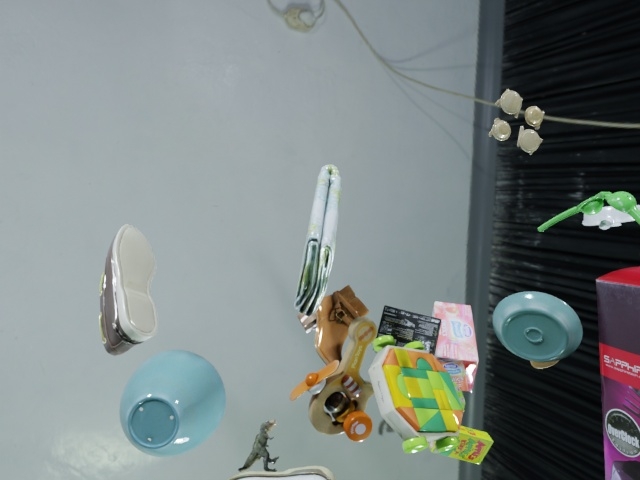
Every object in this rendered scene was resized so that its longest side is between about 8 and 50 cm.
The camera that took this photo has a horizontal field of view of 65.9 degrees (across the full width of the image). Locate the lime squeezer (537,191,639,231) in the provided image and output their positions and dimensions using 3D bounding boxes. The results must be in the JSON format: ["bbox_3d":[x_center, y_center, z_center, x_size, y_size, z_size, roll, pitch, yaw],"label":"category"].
[{"bbox_3d":[0.620,-0.055,1.080,0.059,0.310,0.110,-23,109,-26],"label":"lime squeezer"}]

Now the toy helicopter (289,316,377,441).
[{"bbox_3d":[0.061,0.385,1.422,0.235,0.140,0.355,19,91,-19],"label":"toy helicopter"}]

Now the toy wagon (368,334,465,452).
[{"bbox_3d":[0.260,0.373,1.215,0.344,0.068,0.267,17,44,-38],"label":"toy wagon"}]

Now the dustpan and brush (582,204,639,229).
[{"bbox_3d":[0.693,-0.051,1.180,0.211,0.147,0.060,4,81,-50],"label":"dustpan and brush"}]

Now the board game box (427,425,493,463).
[{"bbox_3d":[0.432,0.624,1.527,0.181,0.043,0.092,21,103,-17],"label":"board game box"}]

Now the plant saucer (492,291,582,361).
[{"bbox_3d":[0.303,0.129,0.699,0.021,0.119,0.119,-43,115,-50],"label":"plant saucer"}]

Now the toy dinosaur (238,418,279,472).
[{"bbox_3d":[-0.195,0.727,1.675,0.064,0.268,0.118,-40,94,22],"label":"toy dinosaur"}]

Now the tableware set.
[{"bbox_3d":[0.546,-0.325,1.359,0.168,0.020,0.141,23,84,-11],"label":"tableware set"}]

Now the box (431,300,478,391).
[{"bbox_3d":[0.476,0.375,1.787,0.142,0.300,0.154,5,122,8],"label":"box"}]

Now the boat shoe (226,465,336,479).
[{"bbox_3d":[-0.118,0.532,0.983,0.302,0.103,0.113,-23,94,15],"label":"boat shoe"}]

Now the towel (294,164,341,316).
[{"bbox_3d":[0.000,0.000,1.506,0.090,0.374,0.320,11,132,-3],"label":"towel"}]

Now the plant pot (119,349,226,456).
[{"bbox_3d":[-0.419,0.461,1.337,0.290,0.195,0.290,0,89,0],"label":"plant pot"}]

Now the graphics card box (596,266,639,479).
[{"bbox_3d":[0.428,0.225,0.532,0.094,0.233,0.371,-7,96,-17],"label":"graphics card box"}]

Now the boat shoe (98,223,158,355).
[{"bbox_3d":[-0.429,0.098,1.083,0.096,0.324,0.116,-36,138,15],"label":"boat shoe"}]

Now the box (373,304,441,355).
[{"bbox_3d":[0.269,0.296,1.524,0.180,0.077,0.147,11,73,16],"label":"box"}]

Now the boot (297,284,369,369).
[{"bbox_3d":[0.075,0.302,1.663,0.220,0.283,0.109,-31,146,-4],"label":"boot"}]

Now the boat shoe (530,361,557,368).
[{"bbox_3d":[0.815,0.396,1.741,0.170,0.059,0.063,-28,83,2],"label":"boat shoe"}]
